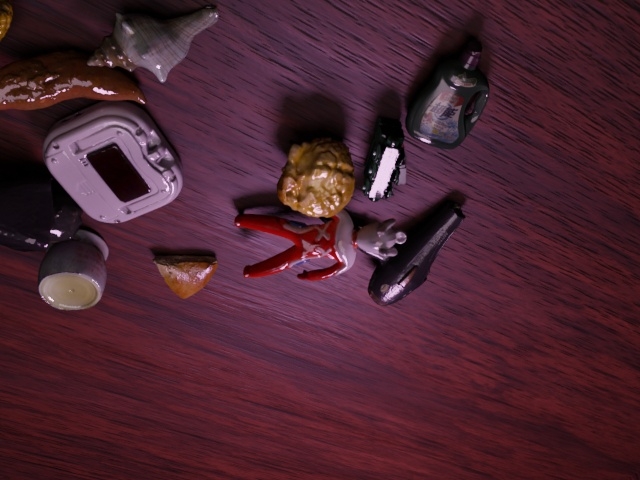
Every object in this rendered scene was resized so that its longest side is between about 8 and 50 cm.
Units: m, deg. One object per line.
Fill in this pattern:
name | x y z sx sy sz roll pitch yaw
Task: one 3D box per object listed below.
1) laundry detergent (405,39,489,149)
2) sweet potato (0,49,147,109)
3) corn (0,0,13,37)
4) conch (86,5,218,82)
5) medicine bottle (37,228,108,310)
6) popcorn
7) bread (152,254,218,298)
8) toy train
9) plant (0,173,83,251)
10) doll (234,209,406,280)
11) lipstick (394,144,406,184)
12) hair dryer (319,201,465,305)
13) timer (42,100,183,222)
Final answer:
laundry detergent | 0.270 -0.292 1.379 0.144 0.078 0.221 15 127 -19
sweet potato | -0.507 -0.297 1.285 0.355 0.095 0.106 -7 119 -18
corn | -0.689 -0.331 1.236 0.344 0.131 0.131 -35 125 25
conch | -0.306 -0.347 1.264 0.234 0.114 0.137 0 145 -12
medicine bottle | -0.565 0.065 1.587 0.147 0.143 0.147 -4 137 -4
popcorn | -0.009 -0.134 1.446 0.170 0.180 0.180 42 126 12
bread | -0.332 0.095 1.695 0.154 0.054 0.136 6 134 -6
toy train | 0.131 -0.165 1.461 0.071 0.111 0.170 7 134 -9
plant | -0.619 -0.057 1.437 0.142 0.164 0.256 -4 177 39
doll | 0.000 0.000 1.550 0.384 0.099 0.188 -1 106 15
lipstick | 0.174 -0.173 1.510 0.025 0.025 0.107 -5 126 -2
hair dryer | 0.129 -0.023 1.608 0.360 0.120 0.303 30 115 -17
timer | -0.429 -0.155 1.438 0.237 0.087 0.262 -20 130 13
